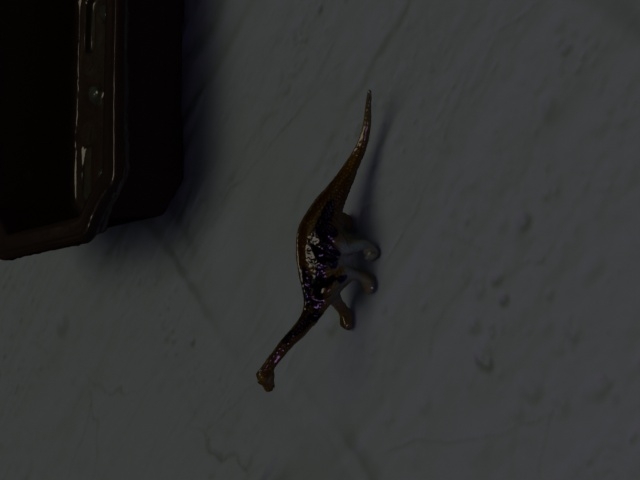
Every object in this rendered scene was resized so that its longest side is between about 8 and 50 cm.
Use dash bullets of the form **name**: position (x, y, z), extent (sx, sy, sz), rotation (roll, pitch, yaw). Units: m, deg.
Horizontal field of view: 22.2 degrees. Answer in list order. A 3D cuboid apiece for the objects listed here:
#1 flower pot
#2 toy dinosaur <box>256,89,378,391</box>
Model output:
- **flower pot**: position (-0.157, -0.111, 1.129), extent (0.179, 0.084, 0.250), rotation (-11, 75, 49)
- **toy dinosaur**: position (0.010, 0.006, 0.950), extent (0.037, 0.058, 0.180), rotation (2, 73, 42)
